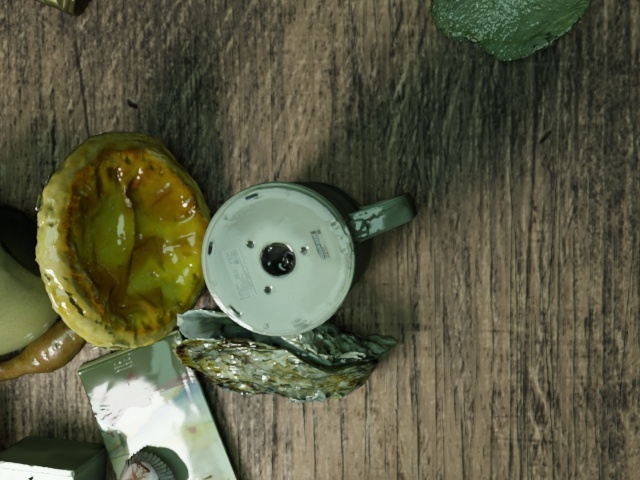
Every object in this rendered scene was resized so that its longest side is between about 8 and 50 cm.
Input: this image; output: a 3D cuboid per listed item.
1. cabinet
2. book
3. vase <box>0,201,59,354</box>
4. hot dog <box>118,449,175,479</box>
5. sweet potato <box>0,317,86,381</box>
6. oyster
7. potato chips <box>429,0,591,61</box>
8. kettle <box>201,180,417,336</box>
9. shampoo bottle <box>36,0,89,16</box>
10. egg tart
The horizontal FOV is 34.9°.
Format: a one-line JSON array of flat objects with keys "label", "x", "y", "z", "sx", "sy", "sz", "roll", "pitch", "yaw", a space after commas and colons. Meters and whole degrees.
[{"label": "cabinet", "x": -0.447, "y": 0.445, "z": 1.660, "sx": 0.145, "sy": 0.150, "sz": 0.206, "roll": 5, "pitch": 95, "yaw": 9}, {"label": "book", "x": -0.267, "y": 0.310, "z": 1.683, "sx": 0.201, "sy": 0.026, "sz": 0.289, "roll": -22, "pitch": 90, "yaw": 11}, {"label": "vase", "x": -0.576, "y": 0.066, "z": 1.635, "sx": 0.302, "sy": 0.241, "sz": 0.329, "roll": -42, "pitch": 55, "yaw": 14}, {"label": "hot dog", "x": -0.299, "y": 0.438, "z": 1.655, "sx": 0.108, "sy": 0.059, "sz": 0.191, "roll": 29, "pitch": 104, "yaw": 20}, {"label": "sweet potato", "x": -0.458, "y": 0.187, "z": 1.682, "sx": 0.269, "sy": 0.075, "sz": 0.074, "roll": -30, "pitch": 89, "yaw": 17}, {"label": "oyster", "x": -0.054, "y": 0.174, "z": 1.586, "sx": 0.351, "sy": 0.162, "sz": 0.158, "roll": 2, "pitch": 79, "yaw": -3}, {"label": "potato chips", "x": 0.285, "y": -0.355, "z": 1.532, "sx": 0.228, "sy": 0.059, "sz": 0.167, "roll": 20, "pitch": 91, "yaw": 12}, {"label": "kettle", "x": -0.014, "y": -0.007, "z": 1.471, "sx": 0.205, "sy": 0.318, "sz": 0.265, "roll": 39, "pitch": 98, "yaw": 5}, {"label": "shampoo bottle", "x": -0.521, "y": -0.484, "z": 1.641, "sx": 0.350, "sy": 0.084, "sz": 0.125, "roll": 35, "pitch": 97, "yaw": 5}, {"label": "egg tart", "x": -0.312, "y": 0.000, "z": 1.561, "sx": 0.132, "sy": 0.341, "sz": 0.341, "roll": 5, "pitch": 96, "yaw": 44}]
